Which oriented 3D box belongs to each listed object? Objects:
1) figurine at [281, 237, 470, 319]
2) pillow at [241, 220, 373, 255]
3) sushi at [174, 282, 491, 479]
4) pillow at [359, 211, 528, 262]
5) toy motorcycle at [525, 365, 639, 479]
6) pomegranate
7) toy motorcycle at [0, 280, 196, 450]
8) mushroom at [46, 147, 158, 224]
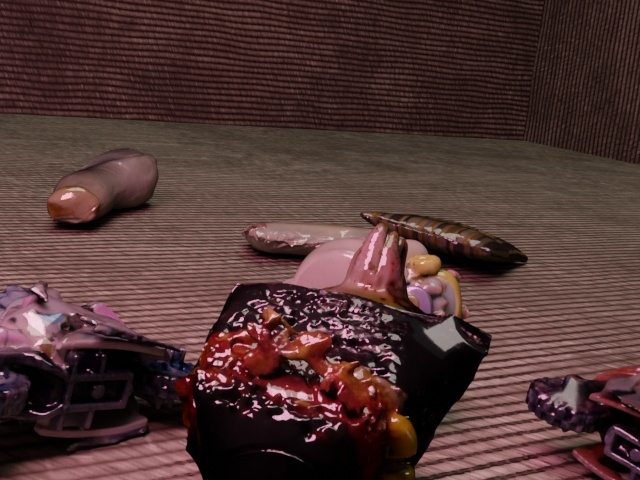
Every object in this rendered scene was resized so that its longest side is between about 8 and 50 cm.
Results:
[{"bbox_3d":[0.074,0.053,0.994,0.155,0.127,0.235,-8,1,27],"label":"figurine"},{"bbox_3d":[0.000,0.000,1.376,0.229,0.051,0.128,5,3,-15],"label":"pillow"},{"bbox_3d":[-0.010,0.114,0.616,0.172,0.153,0.150,29,32,2],"label":"sushi"},{"bbox_3d":[0.192,-0.005,1.438,0.212,0.052,0.208,18,3,25],"label":"pillow"},{"bbox_3d":[0.265,0.152,0.722,0.118,0.084,0.212,-3,23,-44],"label":"toy motorcycle"},{"bbox_3d":[0.042,0.078,0.805,0.138,0.125,0.163,9,55,36],"label":"pomegranate"},{"bbox_3d":[-0.223,0.087,0.733,0.204,0.108,0.239,22,-5,40],"label":"toy motorcycle"},{"bbox_3d":[-0.345,-0.084,1.508,0.109,0.097,0.351,6,15,10],"label":"mushroom"}]
